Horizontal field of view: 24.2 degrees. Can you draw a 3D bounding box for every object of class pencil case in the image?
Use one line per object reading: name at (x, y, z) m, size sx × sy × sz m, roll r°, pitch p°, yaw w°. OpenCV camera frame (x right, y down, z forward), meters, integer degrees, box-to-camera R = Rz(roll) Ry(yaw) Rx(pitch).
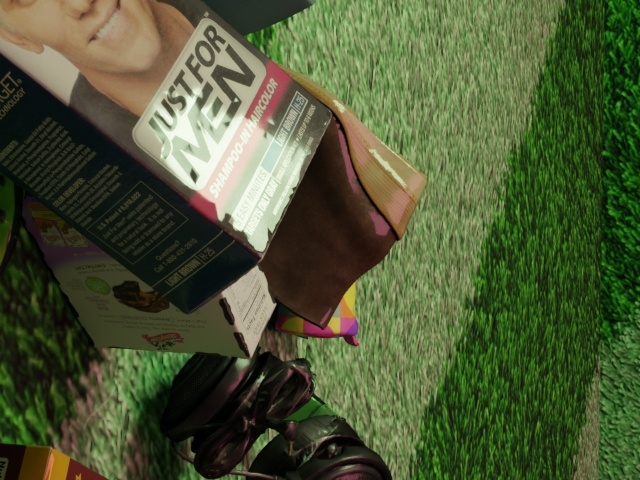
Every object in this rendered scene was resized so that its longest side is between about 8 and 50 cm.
pencil case at (0.000, 0.000, 1.685) m, size 0.104 × 0.104 × 0.236 m, roll 6°, pitch 85°, yaw -66°

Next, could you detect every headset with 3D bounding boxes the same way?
headset at (-0.028, 0.173, 1.411) m, size 0.185 × 0.243 × 0.394 m, roll -49°, pitch 167°, yaw 8°

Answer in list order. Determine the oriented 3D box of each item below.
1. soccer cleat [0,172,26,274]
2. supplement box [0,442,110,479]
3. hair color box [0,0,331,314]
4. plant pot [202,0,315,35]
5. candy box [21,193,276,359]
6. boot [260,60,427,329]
soccer cleat at (-0.248, -0.048, 1.177) m, size 0.072 × 0.060 × 0.179 m, roll 32°, pitch 59°, yaw -64°
supplement box at (-0.233, 0.227, 1.047) m, size 0.191 × 0.194 × 0.129 m, roll 48°, pitch 48°, yaw -56°
hair color box at (-0.171, -0.125, 1.076) m, size 0.347 × 0.105 × 0.174 m, roll 39°, pitch 46°, yaw -16°
plant pot at (-0.123, -0.254, 1.235) m, size 0.165 × 0.234 × 0.166 m, roll 34°, pitch 61°, yaw -62°
candy box at (-0.148, 0.008, 1.270) m, size 0.070 × 0.164 × 0.196 m, roll -65°, pitch 147°, yaw -40°
boot at (-0.031, -0.052, 1.590) m, size 0.207 × 0.248 × 0.090 m, roll -52°, pitch -178°, yaw -7°
